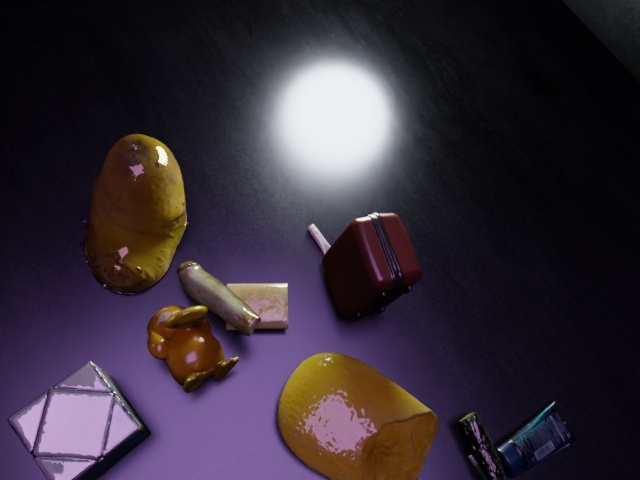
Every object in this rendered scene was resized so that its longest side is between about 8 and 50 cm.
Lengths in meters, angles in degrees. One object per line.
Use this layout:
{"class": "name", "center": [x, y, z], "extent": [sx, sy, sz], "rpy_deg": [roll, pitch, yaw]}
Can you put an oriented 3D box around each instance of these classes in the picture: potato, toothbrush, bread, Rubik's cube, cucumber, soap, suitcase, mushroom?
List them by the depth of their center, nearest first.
{"class": "Rubik's cube", "center": [-0.550, 0.436, 1.186], "extent": [0.205, 0.205, 0.207], "rpy_deg": [-36, 76, -23]}
{"class": "soap", "center": [0.097, 0.481, 1.333], "extent": [0.428, 0.115, 0.306], "rpy_deg": [29, 68, 3]}
{"class": "mushroom", "center": [-0.271, 0.158, 1.353], "extent": [0.333, 0.107, 0.087], "rpy_deg": [29, 79, 35]}
{"class": "toothbrush", "center": [0.477, 0.696, 1.358], "extent": [0.024, 0.018, 0.257], "rpy_deg": [-25, 73, -23]}
{"class": "cucumber", "center": [0.453, 0.574, 1.369], "extent": [0.062, 0.078, 0.211], "rpy_deg": [-31, 69, 8]}
{"class": "potato", "center": [-0.528, -0.094, 1.386], "extent": [0.290, 0.296, 0.397], "rpy_deg": [23, 62, 2]}
{"class": "suitcase", "center": [0.135, 0.074, 1.425], "extent": [0.161, 0.297, 0.236], "rpy_deg": [-10, 68, -23]}
{"class": "bread", "center": [-0.181, 0.189, 1.444], "extent": [0.179, 0.060, 0.139], "rpy_deg": [2, 65, -9]}

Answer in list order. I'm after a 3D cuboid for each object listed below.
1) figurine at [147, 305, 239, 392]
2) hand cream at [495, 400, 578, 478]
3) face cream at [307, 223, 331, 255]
{"class": "figurine", "center": [-0.348, 0.272, 1.317], "extent": [0.215, 0.215, 0.228], "rpy_deg": [-19, 82, -17]}
{"class": "hand cream", "center": [0.610, 0.563, 1.425], "extent": [0.271, 0.061, 0.120], "rpy_deg": [-20, 73, -23]}
{"class": "face cream", "center": [0.000, 0.000, 1.583], "extent": [0.038, 0.020, 0.115], "rpy_deg": [-30, 76, -22]}
